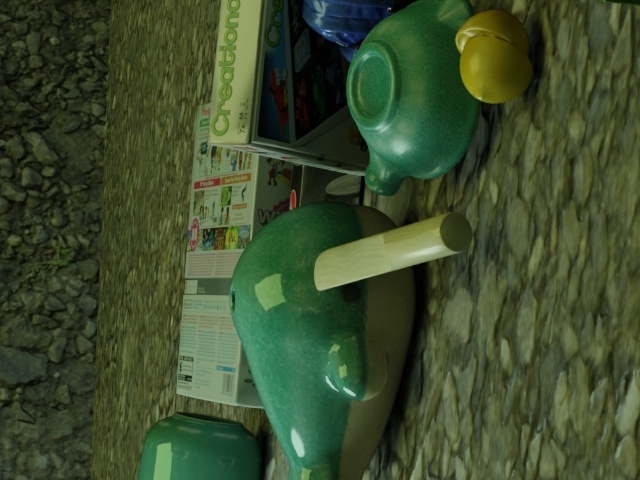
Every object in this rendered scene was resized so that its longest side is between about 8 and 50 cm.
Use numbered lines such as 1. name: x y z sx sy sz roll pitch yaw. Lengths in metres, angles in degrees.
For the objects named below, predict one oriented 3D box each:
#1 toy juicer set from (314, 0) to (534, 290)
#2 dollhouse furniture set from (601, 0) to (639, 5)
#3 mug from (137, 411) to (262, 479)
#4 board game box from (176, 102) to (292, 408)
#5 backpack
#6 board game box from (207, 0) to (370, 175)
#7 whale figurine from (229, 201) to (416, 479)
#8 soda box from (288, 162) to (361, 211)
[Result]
1. toy juicer set: 0.092 -0.104 1.429 0.209 0.089 0.329 20 106 56
2. dollhouse furniture set: 0.187 -0.204 1.082 0.076 0.058 0.152 -137 54 -74
3. mug: -0.129 0.236 2.103 0.158 0.129 0.097 -171 90 -78
4. board game box: -0.061 0.010 1.944 0.224 0.097 0.303 179 96 -70
5. backpack: 0.044 -0.185 1.561 0.098 0.120 0.101 -131 48 -72
6. board game box: 0.000 -0.216 1.647 0.053 0.193 0.305 3 85 39
7. whale figurine: -0.009 0.103 1.611 0.216 0.141 0.272 -165 81 -77
8. soda box: 0.000 0.000 1.803 0.053 0.060 0.169 -179 94 -78
